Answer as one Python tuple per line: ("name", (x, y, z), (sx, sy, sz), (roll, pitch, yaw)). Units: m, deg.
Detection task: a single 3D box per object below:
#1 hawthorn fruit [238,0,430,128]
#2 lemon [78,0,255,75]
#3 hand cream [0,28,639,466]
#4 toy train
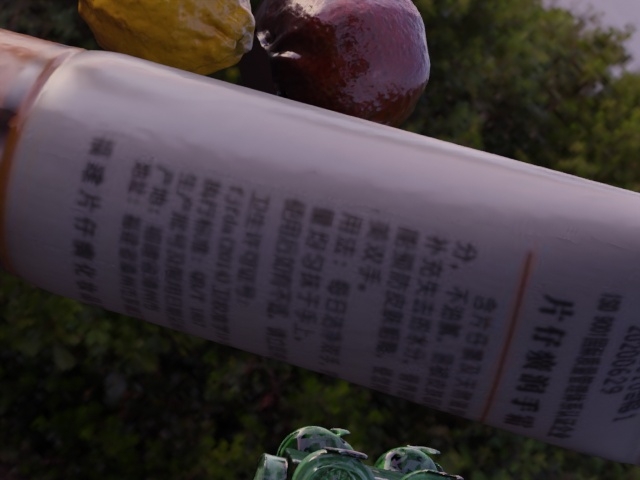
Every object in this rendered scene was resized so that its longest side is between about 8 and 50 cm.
("hawthorn fruit", (0.031, -0.206, 1.507), (0.249, 0.215, 0.215), (4, 45, -39))
("lemon", (-0.116, -0.181, 0.989), (0.155, 0.114, 0.114), (25, 12, 21))
("hand cream", (0.000, 0.000, 0.455), (0.314, 0.140, 0.089), (20, 51, 8))
("toy train", (0.040, 0.294, 1.285), (0.243, 0.188, 0.132), (15, 0, -11))
